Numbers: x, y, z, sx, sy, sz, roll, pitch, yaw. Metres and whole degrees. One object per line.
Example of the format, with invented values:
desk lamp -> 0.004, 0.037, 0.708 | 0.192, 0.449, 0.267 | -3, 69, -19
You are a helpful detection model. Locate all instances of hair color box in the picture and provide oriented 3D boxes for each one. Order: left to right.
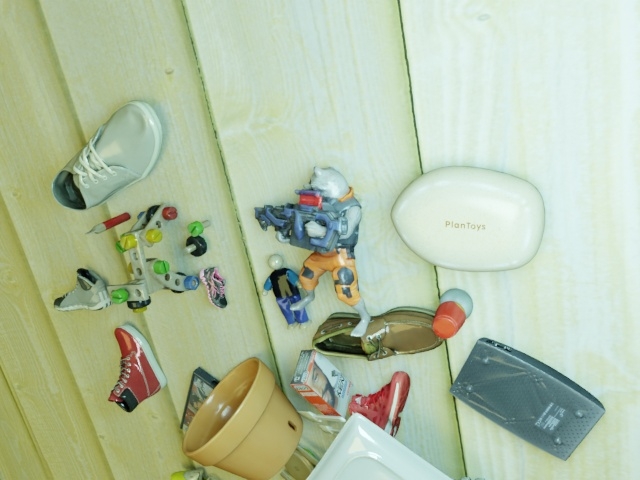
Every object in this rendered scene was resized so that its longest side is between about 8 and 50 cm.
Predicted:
hair color box -> 0.006, 0.339, 1.285 | 0.053, 0.093, 0.167 | -13, 132, 36

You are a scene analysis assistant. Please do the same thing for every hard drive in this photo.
hard drive -> 0.404, 0.307, 1.087 | 0.255, 0.054, 0.172 | 28, 123, 18

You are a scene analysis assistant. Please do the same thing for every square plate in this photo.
square plate -> 0.126, 0.607, 1.199 | 0.347, 0.049, 0.344 | 34, 106, 7

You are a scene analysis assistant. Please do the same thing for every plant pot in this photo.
plant pot -> -0.182, 0.478, 1.412 | 0.203, 0.291, 0.291 | 43, 129, -14

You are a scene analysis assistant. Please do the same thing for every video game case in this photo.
video game case -> -0.304, 0.547, 1.651 | 0.248, 0.035, 0.274 | 31, 124, 17

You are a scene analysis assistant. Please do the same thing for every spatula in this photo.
spatula -> 0.051, 0.460, 1.321 | 0.168, 0.019, 0.242 | 42, 153, -9

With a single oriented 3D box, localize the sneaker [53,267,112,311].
sneaker -> -0.763, 0.151, 1.734 | 0.229, 0.086, 0.132 | -5, 104, 23

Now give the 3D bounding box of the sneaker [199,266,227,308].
sneaker -> -0.269, 0.123, 1.433 | 0.057, 0.047, 0.119 | -19, 102, 24

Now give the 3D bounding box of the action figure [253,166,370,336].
action figure -> 0.000, 0.000, 1.172 | 0.341, 0.179, 0.330 | 25, 120, 53

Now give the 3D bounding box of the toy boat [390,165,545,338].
toy boat -> 0.257, 0.019, 1.008 | 0.268, 0.148, 0.318 | 12, 110, 22

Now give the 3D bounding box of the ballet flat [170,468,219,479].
ballet flat -> -0.388, 0.804, 1.808 | 0.231, 0.077, 0.077 | 22, 100, 19

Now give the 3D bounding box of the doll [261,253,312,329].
doll -> -0.086, 0.122, 1.313 | 0.129, 0.046, 0.189 | -8, 107, 33

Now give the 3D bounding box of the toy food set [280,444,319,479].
toy food set -> -0.051, 0.632, 1.538 | 0.132, 0.038, 0.192 | 31, 130, 25

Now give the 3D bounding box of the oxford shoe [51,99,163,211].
oxford shoe -> -0.557, -0.197, 1.410 | 0.449, 0.130, 0.169 | -30, 93, 36

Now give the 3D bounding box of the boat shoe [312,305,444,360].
boat shoe -> 0.124, 0.217, 1.188 | 0.307, 0.104, 0.110 | -11, 105, 35

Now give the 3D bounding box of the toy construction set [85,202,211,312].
toy construction set -> -0.478, 0.041, 1.399 | 0.309, 0.237, 0.257 | 24, 122, 22

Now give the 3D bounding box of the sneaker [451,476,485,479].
sneaker -> 0.271, 0.640, 1.278 | 0.316, 0.127, 0.182 | 5, 112, 29

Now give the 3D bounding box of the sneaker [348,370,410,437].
sneaker -> 0.127, 0.377, 1.274 | 0.128, 0.087, 0.221 | 20, 120, 21

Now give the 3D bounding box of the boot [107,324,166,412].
boot -> -0.601, 0.393, 1.677 | 0.088, 0.176, 0.244 | -25, 96, 39
